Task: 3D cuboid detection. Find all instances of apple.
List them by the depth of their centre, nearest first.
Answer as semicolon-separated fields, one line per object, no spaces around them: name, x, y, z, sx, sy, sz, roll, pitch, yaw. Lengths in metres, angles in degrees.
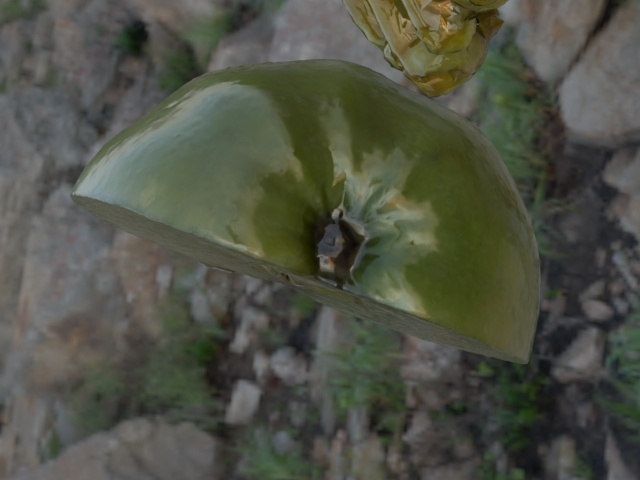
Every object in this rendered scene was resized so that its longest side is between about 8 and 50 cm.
apple;0.000;0.000;1.088;0.311;0.320;0.360;65;170;-1

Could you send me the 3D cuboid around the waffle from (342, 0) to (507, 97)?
waffle;0.002;-0.181;0.533;0.245;0.052;0.254;58;171;24
